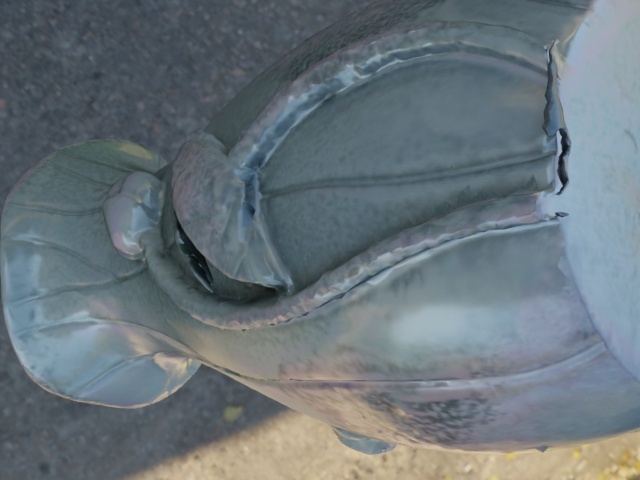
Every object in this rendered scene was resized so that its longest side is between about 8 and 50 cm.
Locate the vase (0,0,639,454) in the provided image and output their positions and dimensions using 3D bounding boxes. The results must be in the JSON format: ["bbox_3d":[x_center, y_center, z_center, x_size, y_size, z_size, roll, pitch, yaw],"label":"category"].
[{"bbox_3d":[0.000,0.000,0.613,0.250,0.445,0.249,8,78,-44],"label":"vase"}]
